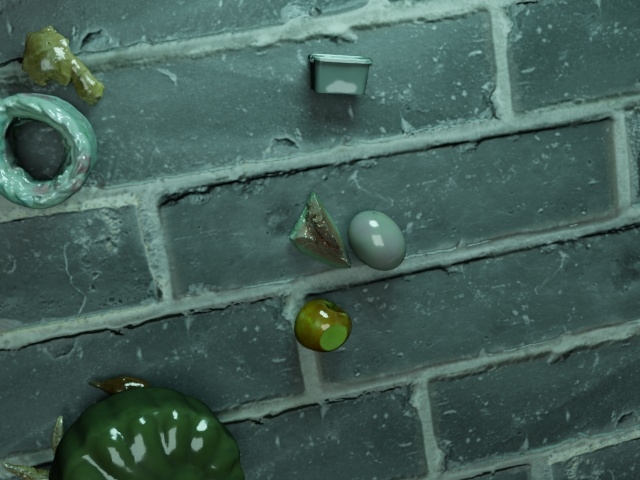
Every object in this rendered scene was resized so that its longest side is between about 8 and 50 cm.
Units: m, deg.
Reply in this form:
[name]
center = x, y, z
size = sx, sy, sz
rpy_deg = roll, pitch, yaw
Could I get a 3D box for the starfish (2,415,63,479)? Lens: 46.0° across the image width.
[starfish]
center = -0.502, 0.506, 1.481
size = 0.293, 0.084, 0.301
rpy_deg = 40, 84, -18

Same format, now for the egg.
[egg]
center = 0.113, 0.001, 1.498
size = 0.103, 0.103, 0.135
rpy_deg = -42, 105, -1

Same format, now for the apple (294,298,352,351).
[apple]
center = 0.003, 0.173, 1.514
size = 0.114, 0.099, 0.102
rpy_deg = 19, 106, -38

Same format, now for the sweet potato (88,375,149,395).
[sweet potato]
center = -0.398, 0.290, 1.488
size = 0.117, 0.049, 0.049
rpy_deg = 11, 98, -13

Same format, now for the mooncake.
[mooncake]
center = -0.323, 0.445, 1.406
size = 0.351, 0.187, 0.351
rpy_deg = -2, 97, -21

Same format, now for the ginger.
[ginger]
center = -0.470, -0.304, 1.357
size = 0.165, 0.067, 0.096
rpy_deg = 48, 67, -14

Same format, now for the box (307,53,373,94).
[box]
center = 0.035, -0.318, 1.442
size = 0.122, 0.084, 0.069
rpy_deg = 1, 107, -9

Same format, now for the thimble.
[thimble]
center = -0.502, -0.167, 1.336
size = 0.185, 0.149, 0.211
rpy_deg = -36, 105, -1

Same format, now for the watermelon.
[watermelon]
center = 0.002, 0.000, 1.501
size = 0.101, 0.080, 0.155
rpy_deg = -39, 120, 7
